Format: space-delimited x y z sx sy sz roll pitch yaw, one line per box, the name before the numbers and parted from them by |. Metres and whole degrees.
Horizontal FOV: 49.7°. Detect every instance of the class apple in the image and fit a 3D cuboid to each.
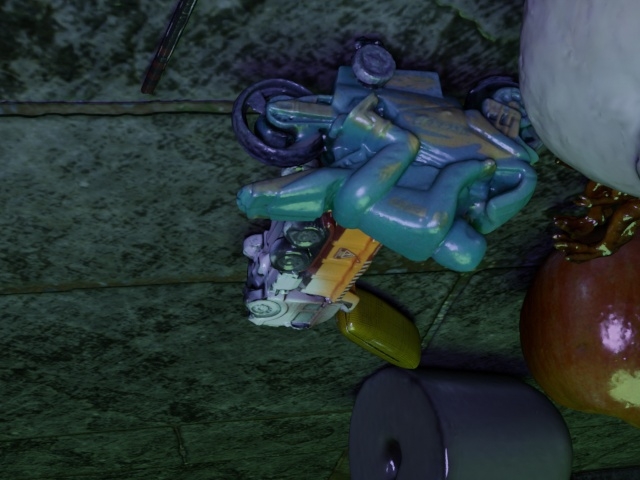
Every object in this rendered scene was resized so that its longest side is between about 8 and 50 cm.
apple | 0.426 0.135 0.945 0.302 0.301 0.301 -6 150 -3

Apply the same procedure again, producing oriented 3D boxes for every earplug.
earplug | 0.294 0.410 1.341 0.394 0.312 0.312 8 146 -27

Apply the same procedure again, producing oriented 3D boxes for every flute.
flute | -0.089 -0.197 0.510 0.014 0.014 0.269 10 146 -28

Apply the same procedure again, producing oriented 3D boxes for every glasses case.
glasses case | 0.092 0.135 1.052 0.064 0.079 0.234 -16 149 27

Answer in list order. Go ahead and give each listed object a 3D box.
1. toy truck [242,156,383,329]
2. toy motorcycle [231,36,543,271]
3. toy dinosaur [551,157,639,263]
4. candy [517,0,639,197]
toy truck | 0.000 0.000 0.775 0.135 0.114 0.270 10 143 -19
toy motorcycle | 0.072 -0.063 0.597 0.297 0.198 0.109 1 153 -13
toy dinosaur | 0.366 -0.054 0.788 0.432 0.097 0.208 10 136 -34
candy | 0.312 -0.203 0.423 0.386 0.186 0.426 -15 148 -4
